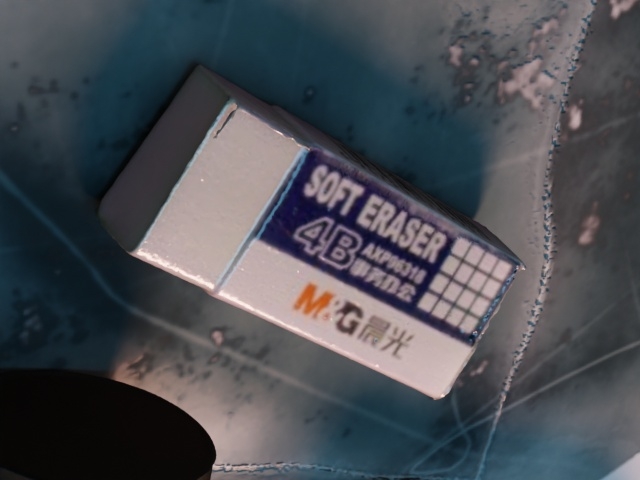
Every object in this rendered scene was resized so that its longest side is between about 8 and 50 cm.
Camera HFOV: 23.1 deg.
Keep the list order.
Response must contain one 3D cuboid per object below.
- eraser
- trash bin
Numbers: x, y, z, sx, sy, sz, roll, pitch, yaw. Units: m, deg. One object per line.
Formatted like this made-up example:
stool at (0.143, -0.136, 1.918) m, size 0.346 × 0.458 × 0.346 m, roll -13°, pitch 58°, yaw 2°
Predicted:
eraser at (0.000, 0.000, 1.067) m, size 0.287 × 0.086 × 0.130 m, roll 29°, pitch 99°, yaw -37°
trash bin at (-0.190, 0.272, 1.042) m, size 0.214 × 0.214 × 0.333 m, roll 3°, pitch 111°, yaw -30°
